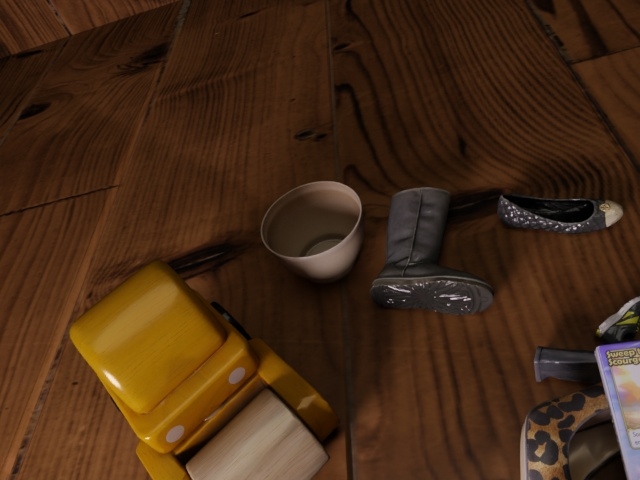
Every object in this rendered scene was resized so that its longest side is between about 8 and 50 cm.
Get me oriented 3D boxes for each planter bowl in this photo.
[{"bbox_3d":[0.000,0.000,0.856,0.162,0.109,0.162,-12,45,12],"label":"planter bowl"}]

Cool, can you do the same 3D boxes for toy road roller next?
[{"bbox_3d":[-0.159,0.175,0.661,0.202,0.241,0.329,-42,47,-18],"label":"toy road roller"}]

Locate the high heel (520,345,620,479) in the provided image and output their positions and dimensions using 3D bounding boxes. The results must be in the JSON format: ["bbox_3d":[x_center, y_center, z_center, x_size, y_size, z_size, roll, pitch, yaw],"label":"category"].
[{"bbox_3d":[0.305,0.210,0.539,0.186,0.093,0.261,-1,39,29],"label":"high heel"}]

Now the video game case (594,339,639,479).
[{"bbox_3d":[0.395,0.190,0.430,0.269,0.061,0.244,-13,64,22],"label":"video game case"}]

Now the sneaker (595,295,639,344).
[{"bbox_3d":[0.380,0.102,0.666,0.083,0.031,0.035,-35,59,-6],"label":"sneaker"}]

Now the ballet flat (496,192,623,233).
[{"bbox_3d":[0.350,-0.043,0.796,0.173,0.049,0.057,1,50,23],"label":"ballet flat"}]

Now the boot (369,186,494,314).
[{"bbox_3d":[0.175,0.007,0.816,0.189,0.076,0.208,5,44,23],"label":"boot"}]
